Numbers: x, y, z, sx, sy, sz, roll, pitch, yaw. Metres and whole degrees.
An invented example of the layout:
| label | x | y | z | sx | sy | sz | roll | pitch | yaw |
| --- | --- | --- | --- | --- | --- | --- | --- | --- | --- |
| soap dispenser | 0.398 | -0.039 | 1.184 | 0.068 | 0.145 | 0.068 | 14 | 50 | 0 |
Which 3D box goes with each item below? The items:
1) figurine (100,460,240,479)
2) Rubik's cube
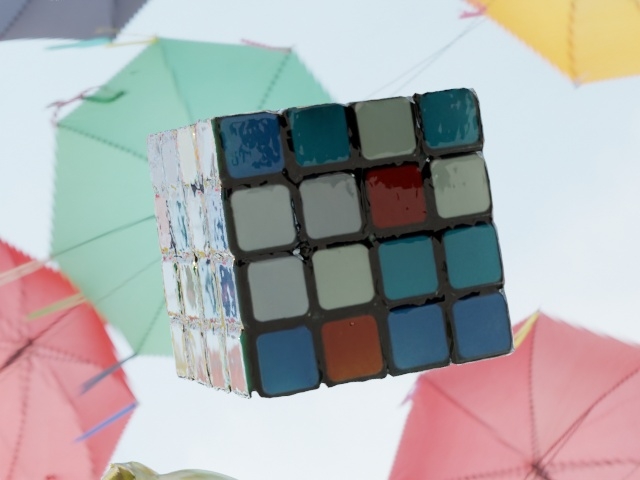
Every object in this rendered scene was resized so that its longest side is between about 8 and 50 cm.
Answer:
| label | x | y | z | sx | sy | sz | roll | pitch | yaw |
| --- | --- | --- | --- | --- | --- | --- | --- | --- | --- |
| figurine | -0.065 | 0.322 | 1.247 | 0.231 | 0.323 | 0.340 | -33 | -53 | -15 |
| Rubik's cube | 0.000 | 0.000 | 0.898 | 0.154 | 0.155 | 0.151 | -9 | -86 | -20 |
